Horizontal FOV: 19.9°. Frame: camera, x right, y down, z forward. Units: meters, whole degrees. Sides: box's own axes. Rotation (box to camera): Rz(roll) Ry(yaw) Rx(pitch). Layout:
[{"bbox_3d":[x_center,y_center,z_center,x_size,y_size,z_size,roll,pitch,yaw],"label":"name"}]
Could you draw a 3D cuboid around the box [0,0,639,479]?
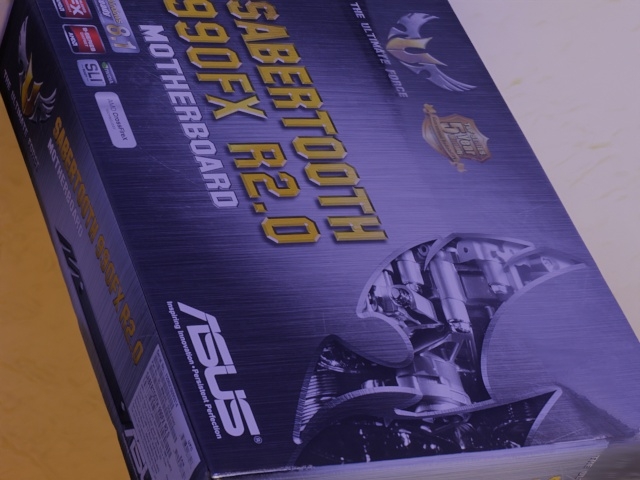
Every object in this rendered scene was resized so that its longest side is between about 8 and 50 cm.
[{"bbox_3d":[0.000,0.000,0.653,0.183,0.231,0.056,-2,139,-28],"label":"box"}]
